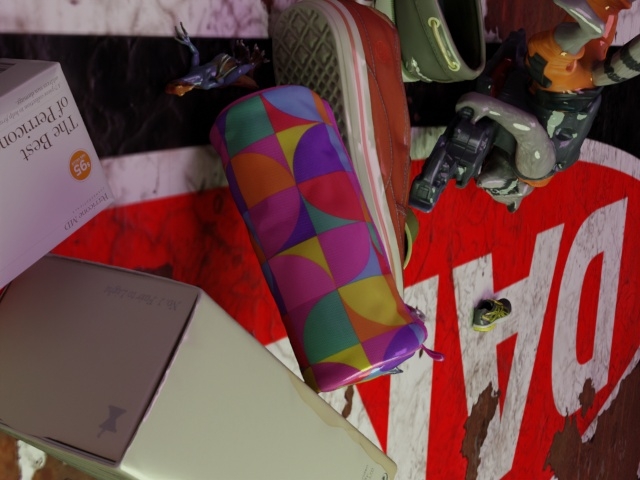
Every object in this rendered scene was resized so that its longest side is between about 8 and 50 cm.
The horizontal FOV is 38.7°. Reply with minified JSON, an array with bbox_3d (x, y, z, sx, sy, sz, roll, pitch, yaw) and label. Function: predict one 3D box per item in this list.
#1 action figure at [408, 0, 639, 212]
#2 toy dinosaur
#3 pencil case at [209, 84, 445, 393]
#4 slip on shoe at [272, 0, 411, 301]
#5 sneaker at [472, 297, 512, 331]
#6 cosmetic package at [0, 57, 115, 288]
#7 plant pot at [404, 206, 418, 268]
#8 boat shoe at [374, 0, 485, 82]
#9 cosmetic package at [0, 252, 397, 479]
[{"bbox_3d":[0.238,-0.137,0.971,0.341,0.178,0.330,-54,171,-35],"label":"action figure"},{"bbox_3d":[-0.079,-0.120,0.682,0.082,0.047,0.090,-39,142,-20],"label":"toy dinosaur"},{"bbox_3d":[0.000,0.000,0.683,0.104,0.104,0.236,-8,71,-55],"label":"pencil case"},{"bbox_3d":[0.036,-0.046,0.795,0.101,0.123,0.331,-22,112,-40],"label":"slip on shoe"},{"bbox_3d":[0.227,0.091,1.194,0.083,0.031,0.035,-31,123,-48],"label":"sneaker"},{"bbox_3d":[-0.222,-0.001,0.484,0.239,0.060,0.099,-47,135,-39],"label":"cosmetic package"},{"bbox_3d":[0.061,-0.007,0.891,0.079,0.083,0.083,-30,124,-63],"label":"plant pot"},{"bbox_3d":[0.100,-0.293,0.844,0.109,0.091,0.305,-40,130,-44],"label":"boat shoe"},{"bbox_3d":[-0.083,0.138,0.641,0.309,0.160,0.113,52,56,-49],"label":"cosmetic package"}]
